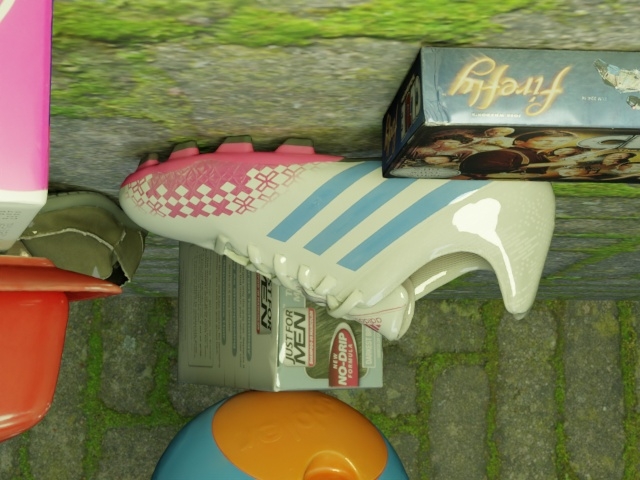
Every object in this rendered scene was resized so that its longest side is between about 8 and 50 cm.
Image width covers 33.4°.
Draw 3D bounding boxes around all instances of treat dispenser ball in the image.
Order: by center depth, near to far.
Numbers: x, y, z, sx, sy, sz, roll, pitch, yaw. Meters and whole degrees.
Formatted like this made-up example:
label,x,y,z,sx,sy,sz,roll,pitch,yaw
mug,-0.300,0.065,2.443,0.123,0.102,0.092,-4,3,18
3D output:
label,x,y,z,sx,sy,sz,roll,pitch,yaw
treat dispenser ball,-0.043,0.299,1.130,0.288,0.288,0.288,1,173,0

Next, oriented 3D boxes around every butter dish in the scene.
label,x,y,z,sx,sy,sz,roll,pitch,yaw
butter dish,-0.194,0.067,0.498,0.160,0.118,0.160,5,172,-38

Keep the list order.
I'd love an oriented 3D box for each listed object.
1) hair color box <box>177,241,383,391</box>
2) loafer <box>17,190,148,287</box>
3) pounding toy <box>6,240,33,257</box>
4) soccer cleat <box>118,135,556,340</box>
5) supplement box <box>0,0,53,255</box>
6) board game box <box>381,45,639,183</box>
label,x,y,z,sx,sy,sz,roll,pitch,yaw
hair color box,-0.058,0.065,1.154,0.114,0.185,0.374,2,174,-21
loafer,-0.238,0.004,1.062,0.094,0.087,0.251,-2,173,18
pounding toy,-0.314,0.033,1.303,0.181,0.094,0.206,3,174,-17
soccer cleat,0.000,0.000,0.768,0.331,0.143,0.116,-2,173,20
supplement box,-0.180,-0.055,0.445,0.114,0.111,0.220,3,174,-19
board game box,0.165,-0.066,0.615,0.243,0.042,0.165,1,173,-3
